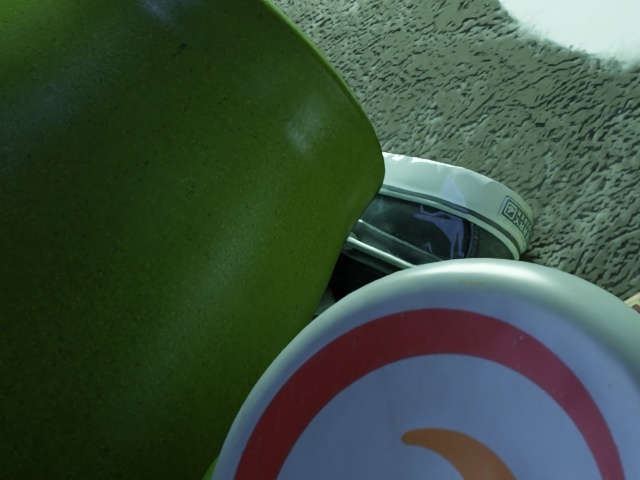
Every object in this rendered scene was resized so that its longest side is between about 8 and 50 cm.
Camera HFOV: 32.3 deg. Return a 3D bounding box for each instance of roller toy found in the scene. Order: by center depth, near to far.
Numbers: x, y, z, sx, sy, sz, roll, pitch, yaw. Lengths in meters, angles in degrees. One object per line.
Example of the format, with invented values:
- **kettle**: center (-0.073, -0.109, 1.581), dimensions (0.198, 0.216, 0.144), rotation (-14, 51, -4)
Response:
- **roller toy**: center (0.069, 0.116, 0.390), dimensions (0.191, 0.146, 0.209), rotation (-47, 50, 9)

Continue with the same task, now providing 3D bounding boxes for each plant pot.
- **plant pot**: center (-0.157, 0.024, 0.587), dimensions (0.353, 0.366, 0.366), rotation (-51, 36, -12)

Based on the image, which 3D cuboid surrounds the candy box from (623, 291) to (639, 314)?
- **candy box**: center (0.130, 0.144, 0.498), dimensions (0.316, 0.087, 0.183), rotation (-34, 40, 17)

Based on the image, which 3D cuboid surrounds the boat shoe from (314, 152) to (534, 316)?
- **boat shoe**: center (0.000, 0.000, 0.755), dimensions (0.301, 0.108, 0.102), rotation (13, 66, 42)
